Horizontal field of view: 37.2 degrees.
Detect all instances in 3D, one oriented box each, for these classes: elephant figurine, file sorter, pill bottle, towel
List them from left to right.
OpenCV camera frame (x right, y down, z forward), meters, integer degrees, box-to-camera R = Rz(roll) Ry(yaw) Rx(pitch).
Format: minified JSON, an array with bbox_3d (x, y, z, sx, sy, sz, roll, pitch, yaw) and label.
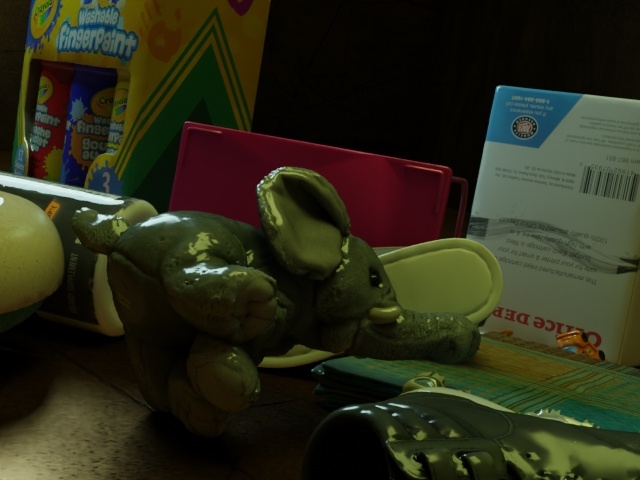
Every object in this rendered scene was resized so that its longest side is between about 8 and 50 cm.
[{"bbox_3d":[-0.283,0.004,0.901,0.245,0.131,0.130,11,7,17],"label":"pill bottle"},{"bbox_3d":[-0.024,0.035,0.714,0.239,0.186,0.169,-22,15,-38],"label":"elephant figurine"},{"bbox_3d":[0.000,0.000,1.051,0.290,0.202,0.182,12,4,18],"label":"file sorter"},{"bbox_3d":[0.199,0.140,0.847,0.271,0.040,0.370,14,7,32],"label":"towel"}]

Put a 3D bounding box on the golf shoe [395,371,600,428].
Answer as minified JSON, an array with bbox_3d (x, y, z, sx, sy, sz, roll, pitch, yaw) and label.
[{"bbox_3d":[0.114,0.149,0.624,0.176,0.069,0.086,11,26,34],"label":"golf shoe"}]

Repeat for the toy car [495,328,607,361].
[{"bbox_3d":[0.253,0.132,1.063,0.122,0.060,0.041,-6,40,38],"label":"toy car"}]

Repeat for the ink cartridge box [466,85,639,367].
[{"bbox_3d":[0.309,-0.018,1.165,0.223,0.308,0.129,14,6,36],"label":"ink cartridge box"}]

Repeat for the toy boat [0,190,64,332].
[{"bbox_3d":[-0.359,0.015,0.762,0.267,0.148,0.318,-3,20,-39],"label":"toy boat"}]

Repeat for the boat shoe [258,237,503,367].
[{"bbox_3d":[0.013,0.059,0.883,0.304,0.109,0.091,-7,-9,5],"label":"boat shoe"}]

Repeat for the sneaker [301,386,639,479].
[{"bbox_3d":[0.116,0.142,0.468,0.295,0.105,0.146,7,6,39],"label":"sneaker"}]

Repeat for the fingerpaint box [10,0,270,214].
[{"bbox_3d":[-0.275,-0.165,1.303,0.163,0.371,0.444,5,9,-36],"label":"fingerpaint box"}]
